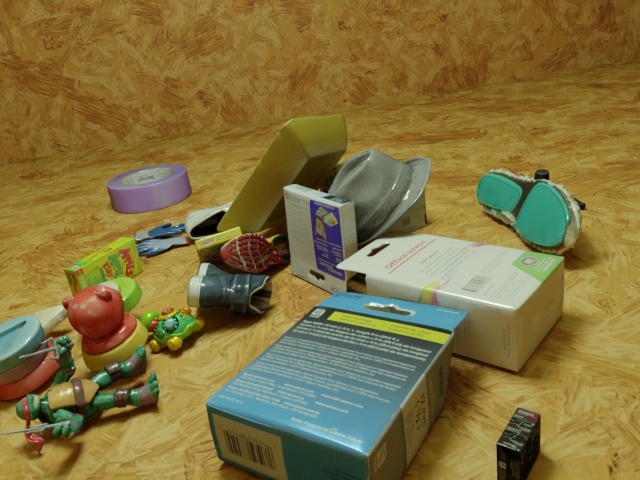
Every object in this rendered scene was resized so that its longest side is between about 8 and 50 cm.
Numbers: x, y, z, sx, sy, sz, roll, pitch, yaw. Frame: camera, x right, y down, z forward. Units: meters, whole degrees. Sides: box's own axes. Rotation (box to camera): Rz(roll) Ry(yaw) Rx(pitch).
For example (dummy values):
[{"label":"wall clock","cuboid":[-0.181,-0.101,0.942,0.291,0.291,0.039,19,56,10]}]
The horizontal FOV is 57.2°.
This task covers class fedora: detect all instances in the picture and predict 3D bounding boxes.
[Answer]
[{"label":"fedora","cuboid":[0.096,-0.106,1.258,0.275,0.124,0.244,-38,21,47]}]

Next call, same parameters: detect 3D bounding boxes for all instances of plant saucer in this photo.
[{"label":"plant saucer","cuboid":[-0.068,-0.151,1.458,0.081,0.333,0.332,42,26,9]}]

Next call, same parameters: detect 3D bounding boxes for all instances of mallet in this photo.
[{"label":"mallet","cuboid":[0.617,-0.134,1.518,0.039,0.062,0.190,-15,24,-12]}]

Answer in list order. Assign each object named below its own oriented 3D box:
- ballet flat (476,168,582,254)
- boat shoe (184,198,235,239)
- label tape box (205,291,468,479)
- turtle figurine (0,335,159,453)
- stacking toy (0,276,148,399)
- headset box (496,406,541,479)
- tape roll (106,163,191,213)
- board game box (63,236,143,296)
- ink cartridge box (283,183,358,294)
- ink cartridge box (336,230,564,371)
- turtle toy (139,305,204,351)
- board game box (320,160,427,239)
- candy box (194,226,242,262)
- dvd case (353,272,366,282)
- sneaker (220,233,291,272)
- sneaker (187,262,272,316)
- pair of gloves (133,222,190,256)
[{"label":"ballet flat","cuboid":[0.502,-0.074,1.348,0.146,0.147,0.409,-11,24,-6]},{"label":"boat shoe","cuboid":[-0.245,-0.065,1.631,0.267,0.096,0.088,-14,27,-9]},{"label":"label tape box","cuboid":[0.044,0.207,0.861,0.249,0.115,0.347,7,24,32]},{"label":"turtle figurine","cuboid":[-0.385,0.237,0.927,0.234,0.118,0.175,-8,54,-32]},{"label":"stacking toy","cuboid":[-0.488,0.138,1.106,0.308,0.130,0.279,-20,30,0]},{"label":"headset box","cuboid":[0.249,0.255,0.732,0.032,0.062,0.083,10,29,37]},{"label":"tape roll","cuboid":[-0.593,-0.184,2.042,0.274,0.090,0.275,-7,23,3]},{"label":"board game box","cuboid":[-0.514,0.071,1.405,0.043,0.092,0.181,5,26,30]},{"label":"ink cartridge box","cuboid":[0.000,0.000,1.242,0.045,0.208,0.206,-18,25,-33]},{"label":"ink cartridge box","cuboid":[0.225,0.090,1.057,0.353,0.119,0.207,12,30,39]},{"label":"turtle toy","cuboid":[-0.295,0.164,1.135,0.130,0.066,0.095,-9,19,31]},{"label":"board game box","cuboid":[0.131,-0.114,1.545,0.144,0.142,0.275,-21,26,-28]},{"label":"candy box","cuboid":[-0.241,0.013,1.393,0.105,0.027,0.206,-17,-7,-12]},{"label":"dvd case","cuboid":[0.140,0.064,1.286,0.119,0.013,0.087,-24,27,-29]},{"label":"sneaker","cuboid":[-0.155,0.034,1.346,0.092,0.088,0.225,-11,-6,29]},{"label":"sneaker","cuboid":[-0.184,0.101,1.237,0.163,0.086,0.226,3,8,-5]},{"label":"pair of gloves","cuboid":[-0.448,-0.004,1.652,0.159,0.023,0.198,-12,24,-11]}]
